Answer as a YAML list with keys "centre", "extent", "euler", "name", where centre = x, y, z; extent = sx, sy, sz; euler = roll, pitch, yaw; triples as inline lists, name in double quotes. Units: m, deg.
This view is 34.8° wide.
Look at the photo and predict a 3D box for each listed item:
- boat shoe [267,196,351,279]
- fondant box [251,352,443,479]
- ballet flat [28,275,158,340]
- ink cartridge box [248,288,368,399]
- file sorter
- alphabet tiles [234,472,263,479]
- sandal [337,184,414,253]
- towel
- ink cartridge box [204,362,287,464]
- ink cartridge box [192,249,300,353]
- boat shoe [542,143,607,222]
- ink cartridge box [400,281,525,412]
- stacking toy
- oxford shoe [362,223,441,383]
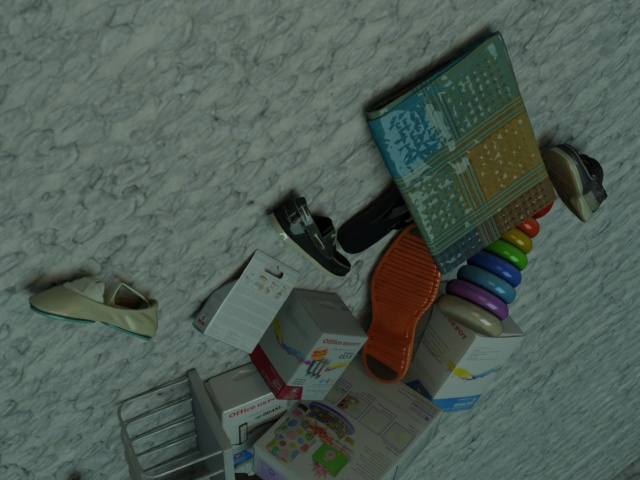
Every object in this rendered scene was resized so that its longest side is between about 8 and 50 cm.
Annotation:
- centre: [0.000, 0.000, 1.796]
  extent: [0.079, 0.084, 0.233]
  euler: [-41, 140, 6]
  name: "boat shoe"
- centre: [0.056, 0.400, 2.052]
  extent: [0.330, 0.238, 0.096]
  euler: [-39, 152, -38]
  name: "fondant box"
- centre: [-0.353, 0.098, 1.636]
  extent: [0.086, 0.086, 0.248]
  euler: [-48, 143, 15]
  name: "ballet flat"
- centre: [-0.023, 0.200, 1.955]
  extent: [0.128, 0.127, 0.176]
  euler: [10, 123, -44]
  name: "ink cartridge box"
- centre: [-0.273, 0.425, 1.948]
  extent: [0.173, 0.193, 0.278]
  euler: [-18, 140, -18]
  name: "file sorter"
- centre: [-0.181, 0.552, 2.101]
  extent: [0.277, 0.284, 0.021]
  euler: [-6, 105, 14]
  name: "alphabet tiles"
- centre: [0.147, -0.051, 1.856]
  extent: [0.254, 0.054, 0.097]
  euler: [-40, 143, 17]
  name: "sandal"
- centre: [0.253, -0.145, 1.785]
  extent: [0.271, 0.040, 0.370]
  euler: [-33, 124, -6]
  name: "towel"
- centre: [-0.148, 0.346, 2.046]
  extent: [0.148, 0.086, 0.203]
  euler: [-20, 141, -21]
  name: "ink cartridge box"
- centre: [-0.133, 0.106, 1.856]
  extent: [0.145, 0.045, 0.179]
  euler: [32, 89, -51]
  name: "ink cartridge box"
- centre: [0.523, -0.131, 2.065]
  extent: [0.092, 0.103, 0.285]
  euler: [-43, 147, 0]
  name: "boat shoe"
- centre: [0.284, 0.228, 2.193]
  extent: [0.168, 0.171, 0.233]
  euler: [3, 128, -41]
  name: "ink cartridge box"
- centre: [0.359, 0.017, 2.011]
  extent: [0.141, 0.141, 0.330]
  euler: [37, 78, -52]
  name: "stacking toy"
- centre: [0.174, 0.108, 2.053]
  extent: [0.133, 0.130, 0.364]
  euler: [-42, 153, -56]
  name: "oxford shoe"
